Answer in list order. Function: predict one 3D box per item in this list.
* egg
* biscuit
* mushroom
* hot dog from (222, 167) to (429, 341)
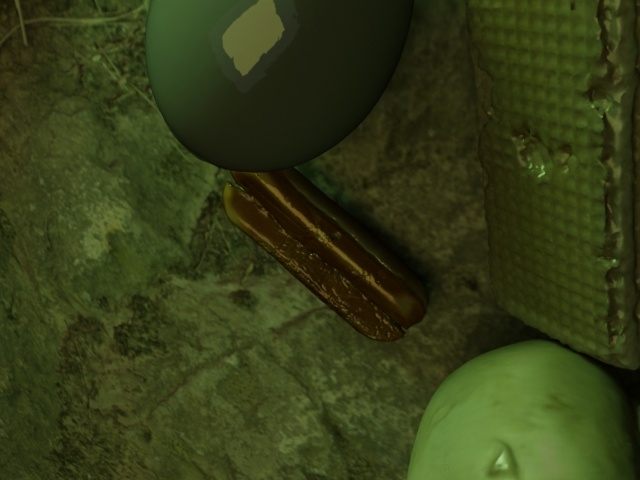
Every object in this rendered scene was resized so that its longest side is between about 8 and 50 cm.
[{"bbox_3d":[-0.028,-0.154,0.536,0.176,0.176,0.232,41,132,4],"label":"egg"},{"bbox_3d":[0.157,-0.118,0.481,0.144,0.079,0.425,30,137,54],"label":"biscuit"},{"bbox_3d":[0.236,0.197,0.551,0.336,0.314,0.314,-22,107,13],"label":"mushroom"},{"bbox_3d":[0.000,0.000,0.695,0.236,0.062,0.092,44,132,-2],"label":"hot dog"}]
